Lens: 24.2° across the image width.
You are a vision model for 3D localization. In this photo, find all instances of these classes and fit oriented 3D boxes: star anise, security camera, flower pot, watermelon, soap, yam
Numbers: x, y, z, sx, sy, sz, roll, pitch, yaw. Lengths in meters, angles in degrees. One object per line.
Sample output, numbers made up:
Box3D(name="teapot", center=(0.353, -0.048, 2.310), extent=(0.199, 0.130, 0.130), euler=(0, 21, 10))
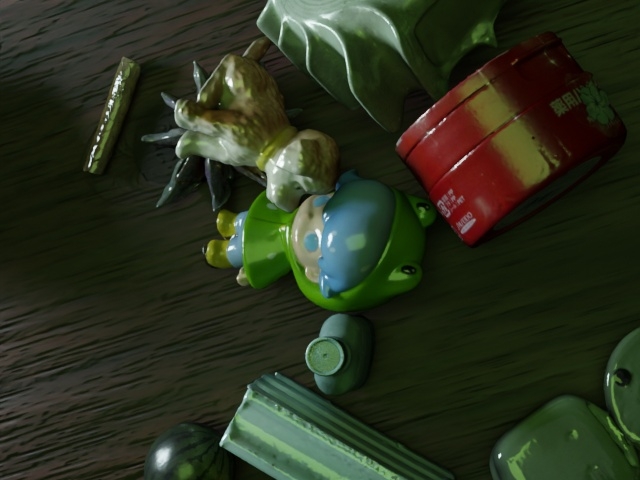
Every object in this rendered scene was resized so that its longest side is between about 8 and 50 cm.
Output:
Box3D(name="star anise", center=(-0.113, -0.123, 1.753), extent=(0.180, 0.061, 0.205), euler=(13, 84, 21))
Box3D(name="security camera", center=(0.334, 0.211, 1.670), extent=(0.301, 0.080, 0.157), euler=(-36, 81, -5))
Box3D(name="flower pot", center=(0.111, -0.316, 1.652), extent=(0.367, 0.164, 0.254), euler=(-47, 50, 1))
Box3D(name="watermelon", center=(-0.160, 0.274, 1.722), extent=(0.133, 0.105, 0.105), euler=(-45, 82, 4))
Box3D(name="soap", center=(0.024, 0.254, 1.674), extent=(0.261, 0.150, 0.094), euler=(30, 97, 9))
Box3D(name="yam", center=(-0.249, -0.148, 1.792), extent=(0.032, 0.032, 0.145), euler=(20, 91, 9))

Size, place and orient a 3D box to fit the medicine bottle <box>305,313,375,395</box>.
Box3D(name="medicine bottle", center=(0.023, 0.126, 1.650), extent=(0.053, 0.208, 0.090), euler=(9, 88, 11))

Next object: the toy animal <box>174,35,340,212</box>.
Box3D(name="toy animal", center=(-0.040, -0.135, 1.660), extent=(0.185, 0.104, 0.184), euler=(26, 61, 20))

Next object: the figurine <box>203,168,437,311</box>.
Box3D(name="figurine", center=(0.000, 0.000, 1.698), extent=(0.263, 0.143, 0.162), euler=(0, 54, 25))

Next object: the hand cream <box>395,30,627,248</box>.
Box3D(name="hand cream", center=(0.209, -0.106, 1.628), extent=(0.230, 0.230, 0.149), euler=(-34, 83, 5))
